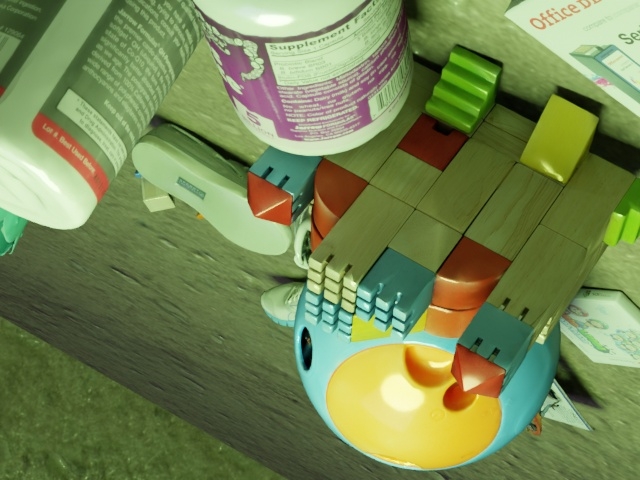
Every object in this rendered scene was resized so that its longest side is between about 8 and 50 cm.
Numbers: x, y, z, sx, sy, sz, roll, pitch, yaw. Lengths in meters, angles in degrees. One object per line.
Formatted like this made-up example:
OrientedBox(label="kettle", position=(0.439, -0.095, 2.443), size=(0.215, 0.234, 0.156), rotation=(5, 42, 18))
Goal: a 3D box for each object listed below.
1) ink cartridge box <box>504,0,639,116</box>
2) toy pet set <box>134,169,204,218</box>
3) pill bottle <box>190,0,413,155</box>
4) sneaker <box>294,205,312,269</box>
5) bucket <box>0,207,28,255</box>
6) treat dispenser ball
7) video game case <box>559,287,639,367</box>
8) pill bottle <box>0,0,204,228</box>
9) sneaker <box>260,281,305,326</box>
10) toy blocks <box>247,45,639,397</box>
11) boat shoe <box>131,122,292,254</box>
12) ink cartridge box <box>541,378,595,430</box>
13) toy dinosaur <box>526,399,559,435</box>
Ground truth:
OrientedBox(label="ink cartridge box", position=(0.260, -0.151, 1.037), size=(0.212, 0.093, 0.154), rotation=(36, 161, -15))
OrientedBox(label="toy pet set", position=(-0.179, -0.079, 1.952), size=(0.114, 0.065, 0.122), rotation=(-11, 157, 5))
OrientedBox(label="pill bottle", position=(-0.020, -0.205, 1.178), size=(0.169, 0.169, 0.301), rotation=(23, 160, 19))
OrientedBox(label="sneaker", position=(0.000, 0.000, 1.807), size=(0.094, 0.091, 0.258), rotation=(28, 161, 6))
OrientedBox(label="bucket", position=(-0.498, -0.123, 2.070), size=(0.281, 0.183, 0.281), rotation=(26, 162, 9))
OrientedBox(label="treat dispenser ball", position=(0.115, 0.105, 1.608), size=(0.288, 0.288, 0.288), rotation=(26, 161, 9))
OrientedBox(label="video game case", position=(0.330, 0.102, 1.712), size=(0.157, 0.019, 0.143), rotation=(41, 158, -32))
OrientedBox(label="pill bottle", position=(-0.197, -0.183, 1.255), size=(0.176, 0.318, 0.176), rotation=(26, 161, 10))
OrientedBox(label="sneaker", position=(-0.011, 0.078, 2.091), size=(0.190, 0.071, 0.083), rotation=(4, 144, 35))
OrientedBox(label="toy blocks", position=(0.087, -0.011, 1.323), size=(0.381, 0.261, 0.191), rotation=(30, 150, 16))
OrientedBox(label="boat shoe", position=(-0.122, -0.072, 1.831), size=(0.227, 0.081, 0.079), rotation=(34, 136, 1))
OrientedBox(label="ink cartridge box", position=(0.238, 0.162, 1.961), size=(0.224, 0.045, 0.223), rotation=(13, 155, 38))
OrientedBox(label="toy dinosaur", position=(0.264, 0.214, 1.879), size=(0.047, 0.090, 0.082), rotation=(3, 105, 32))
